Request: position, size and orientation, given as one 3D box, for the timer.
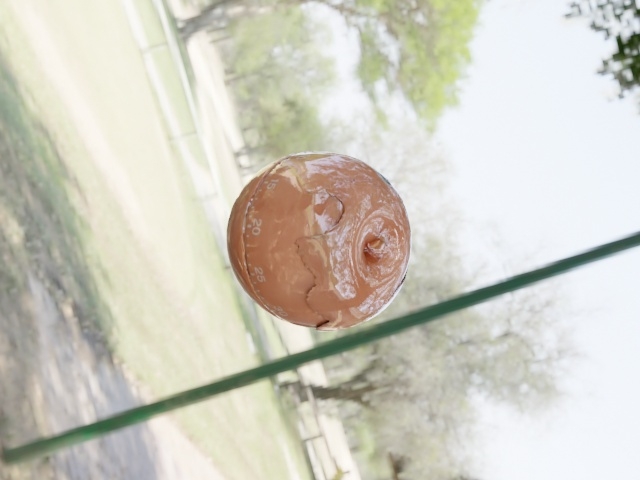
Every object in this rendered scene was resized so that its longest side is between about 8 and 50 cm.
[{"bbox_3d":[0.000,0.000,1.403,0.215,0.230,0.229,14,-54,48],"label":"timer"}]
